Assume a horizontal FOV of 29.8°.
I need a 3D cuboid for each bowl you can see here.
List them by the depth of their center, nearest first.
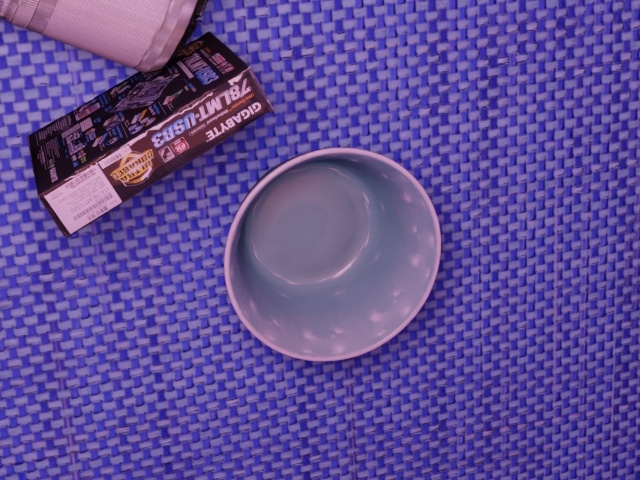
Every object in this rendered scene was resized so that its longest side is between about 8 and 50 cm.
[{"bbox_3d":[0.000,0.000,1.719,0.311,0.163,0.312,-5,109,-14],"label":"bowl"}]

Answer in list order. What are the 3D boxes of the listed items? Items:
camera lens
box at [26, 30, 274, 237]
[{"bbox_3d":[-0.280,-0.346,1.486,0.274,0.219,0.219,18,103,-21],"label":"camera lens"},{"bbox_3d":[-0.226,-0.147,1.532,0.293,0.295,0.073,-30,114,-5],"label":"box"}]
